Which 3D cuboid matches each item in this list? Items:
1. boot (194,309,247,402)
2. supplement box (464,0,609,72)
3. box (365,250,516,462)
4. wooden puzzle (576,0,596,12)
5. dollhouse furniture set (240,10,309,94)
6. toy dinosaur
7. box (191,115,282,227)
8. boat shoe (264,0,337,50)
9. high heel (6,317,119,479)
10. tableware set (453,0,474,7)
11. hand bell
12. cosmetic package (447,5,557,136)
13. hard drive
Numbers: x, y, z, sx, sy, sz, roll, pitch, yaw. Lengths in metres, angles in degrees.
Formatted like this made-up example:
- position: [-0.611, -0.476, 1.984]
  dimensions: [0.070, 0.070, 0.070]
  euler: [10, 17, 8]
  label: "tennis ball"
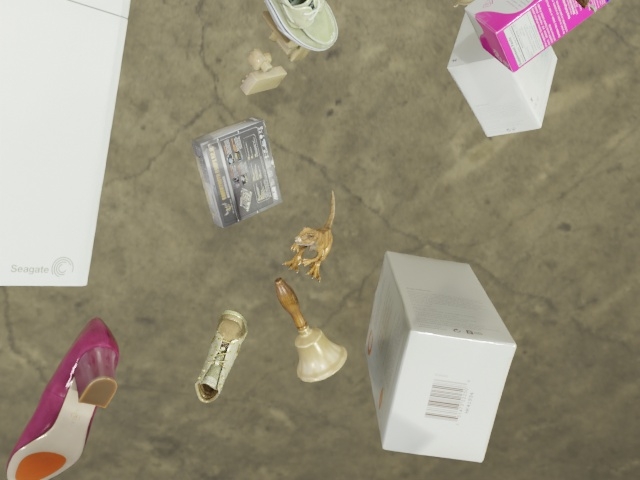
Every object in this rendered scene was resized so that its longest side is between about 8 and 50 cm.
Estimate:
- position: [-0.246, 0.286, 1.953]
  dimensions: [0.077, 0.165, 0.213]
  euler: [21, 134, 1]
  label: "boot"
- position: [0.392, -0.428, 1.439]
  dimensions: [0.220, 0.111, 0.114]
  euler: [-36, 136, 4]
  label: "supplement box"
- position: [0.188, 0.184, 1.368]
  dimensions: [0.168, 0.345, 0.215]
  euler: [9, 109, -5]
  label: "box"
- position: [0.365, -0.356, 1.136]
  dimensions: [0.006, 0.049, 0.083]
  euler: [-42, 84, 9]
  label: "wooden puzzle"
- position: [-0.124, -0.436, 1.803]
  dimensions: [0.123, 0.144, 0.151]
  euler: [51, 129, 8]
  label: "dollhouse furniture set"
- position: [0.000, 0.000, 1.237]
  dimensions: [0.064, 0.211, 0.112]
  euler: [30, 105, 2]
  label: "toy dinosaur"
- position: [-0.204, -0.169, 1.975]
  dimensions: [0.183, 0.056, 0.231]
  euler: [-26, 119, -26]
  label: "box"
- position: [-0.049, -0.466, 1.544]
  dimensions: [0.109, 0.094, 0.302]
  euler: [-52, 138, -1]
  label: "boat shoe"
- position: [-0.526, 0.336, 1.627]
  dimensions: [0.127, 0.181, 0.377]
  euler: [31, 113, -36]
  label: "high heel"
- position: [0.376, -0.558, 1.731]
  dimensions: [0.169, 0.141, 0.020]
  euler: [13, 144, 41]
  label: "tableware set"
- position: [-0.045, 0.184, 1.766]
  dimensions: [0.126, 0.126, 0.242]
  euler: [-19, 117, 15]
  label: "hand bell"
- position: [0.407, -0.393, 1.758]
  dimensions: [0.138, 0.224, 0.224]
  euler: [-6, 141, 38]
  label: "cosmetic package"
- position: [-0.336, -0.126, 0.862]
  dimensions: [0.233, 0.047, 0.353]
  euler: [5, 98, -49]
  label: "hard drive"
